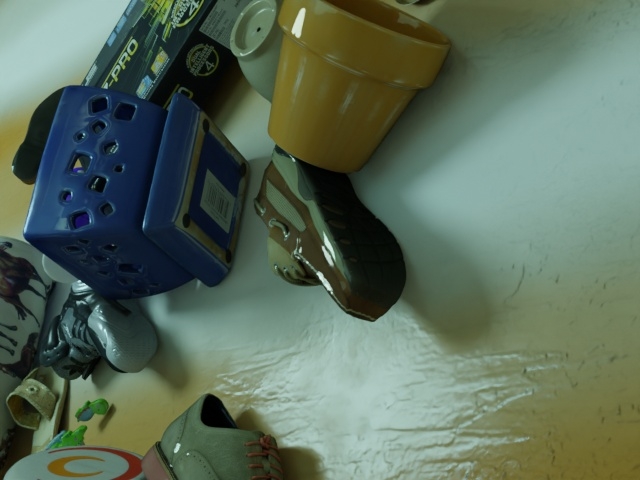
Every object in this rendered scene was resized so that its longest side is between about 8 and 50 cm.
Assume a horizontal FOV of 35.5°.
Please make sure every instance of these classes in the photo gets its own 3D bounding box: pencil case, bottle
[{"bbox_3d":[-0.563,0.191,1.634,0.160,0.183,0.410,-18,52,41],"label":"pencil case"},{"bbox_3d":[-0.375,-0.021,1.543,0.092,0.118,0.283,-39,22,10],"label":"bottle"}]

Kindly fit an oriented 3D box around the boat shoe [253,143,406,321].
[{"bbox_3d":[0.000,0.000,1.188,0.120,0.122,0.324,-55,31,19],"label":"boat shoe"}]

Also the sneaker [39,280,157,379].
[{"bbox_3d":[-0.333,0.157,1.478,0.153,0.101,0.268,-57,33,9],"label":"sneaker"}]

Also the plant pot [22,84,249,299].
[{"bbox_3d":[-0.233,-0.062,1.368,0.212,0.236,0.236,0,66,21],"label":"plant pot"}]

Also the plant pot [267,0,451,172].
[{"bbox_3d":[0.027,-0.192,1.208,0.205,0.205,0.188,50,123,49],"label":"plant pot"}]

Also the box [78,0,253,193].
[{"bbox_3d":[-0.268,-0.289,1.641,0.395,0.097,0.318,-55,33,12],"label":"box"}]

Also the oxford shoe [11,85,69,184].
[{"bbox_3d":[-0.523,-0.202,1.922,0.212,0.076,0.076,-61,-2,-14],"label":"oxford shoe"}]

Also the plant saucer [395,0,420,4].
[{"bbox_3d":[0.129,-0.341,1.304,0.083,0.015,0.083,-25,52,37],"label":"plant saucer"}]

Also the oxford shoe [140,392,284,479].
[{"bbox_3d":[-0.090,0.278,1.119,0.348,0.123,0.130,30,87,50],"label":"oxford shoe"}]

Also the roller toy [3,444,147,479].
[{"bbox_3d":[-0.298,0.350,1.236,0.191,0.209,0.146,-132,45,-80],"label":"roller toy"}]

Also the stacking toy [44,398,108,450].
[{"bbox_3d":[-0.386,0.324,1.406,0.221,0.052,0.167,-45,7,4],"label":"stacking toy"}]

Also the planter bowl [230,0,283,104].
[{"bbox_3d":[-0.057,-0.277,1.403,0.162,0.109,0.162,-25,53,38],"label":"planter bowl"}]

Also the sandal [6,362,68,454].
[{"bbox_3d":[-0.451,0.262,1.562,0.088,0.079,0.240,-39,44,28],"label":"sandal"}]
